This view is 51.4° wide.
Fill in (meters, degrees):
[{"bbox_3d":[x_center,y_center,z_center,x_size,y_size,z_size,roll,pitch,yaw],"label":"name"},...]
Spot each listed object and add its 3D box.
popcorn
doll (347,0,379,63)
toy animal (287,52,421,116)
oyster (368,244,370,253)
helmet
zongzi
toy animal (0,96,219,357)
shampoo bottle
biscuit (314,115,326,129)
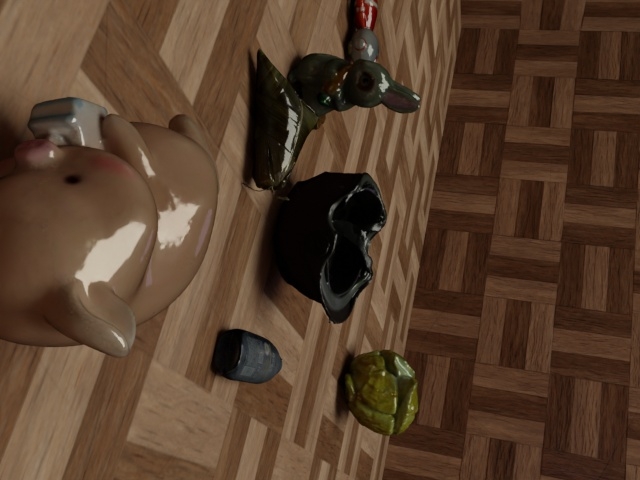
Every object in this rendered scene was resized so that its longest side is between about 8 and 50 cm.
[{"bbox_3d":[0.184,0.464,2.037,0.276,0.226,0.276,3,90,-85],"label":"popcorn"},{"bbox_3d":[0.110,-0.518,1.651,0.142,0.076,0.244,6,87,-73],"label":"doll"},{"bbox_3d":[0.069,-0.303,1.281,0.125,0.252,0.127,39,59,-67],"label":"toy animal"},{"bbox_3d":[0.127,0.016,1.970,0.146,0.045,0.121,76,22,-67],"label":"oyster"},{"bbox_3d":[0.000,0.000,1.305,0.305,0.177,0.225,-69,154,-15],"label":"helmet"},{"bbox_3d":[-0.091,-0.190,1.112,0.184,0.084,0.187,52,50,-48],"label":"zongzi"},{"bbox_3d":[-0.200,-0.017,0.593,0.256,0.195,0.212,-12,100,-70],"label":"toy animal"},{"bbox_3d":[-0.122,0.211,1.190,0.233,0.049,0.086,45,52,-70],"label":"shampoo bottle"},{"bbox_3d":[-0.004,-0.289,1.452,0.092,0.016,0.082,65,40,-59],"label":"biscuit"}]
